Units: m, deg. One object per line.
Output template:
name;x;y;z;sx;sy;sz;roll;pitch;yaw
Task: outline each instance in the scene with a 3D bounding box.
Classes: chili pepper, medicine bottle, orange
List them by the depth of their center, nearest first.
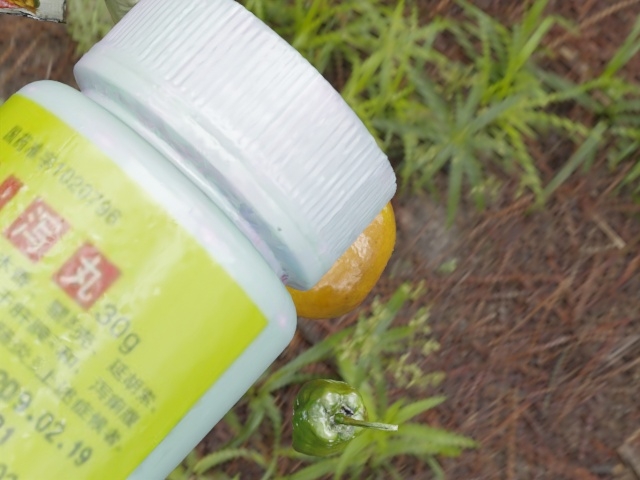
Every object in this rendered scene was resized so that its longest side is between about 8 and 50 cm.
medicine bottle;-0.091;0.023;0.625;0.139;0.139;0.225;43;80;4
chili pepper;0.006;0.166;1.610;0.073;0.204;0.072;-14;81;-14
orange;0.000;0.000;1.682;0.136;0.159;0.159;30;65;-8

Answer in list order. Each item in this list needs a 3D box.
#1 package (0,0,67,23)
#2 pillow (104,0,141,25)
package;-0.385;-0.256;1.775;0.239;0.154;0.030;5;110;-11
pillow;-0.150;-0.189;1.683;0.075;0.185;0.302;-27;116;-2
